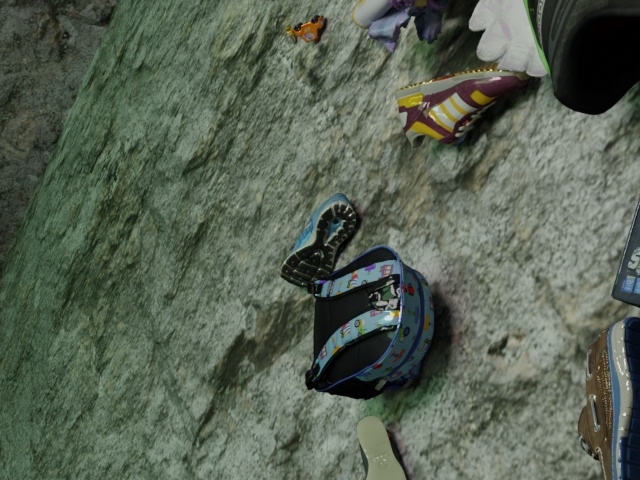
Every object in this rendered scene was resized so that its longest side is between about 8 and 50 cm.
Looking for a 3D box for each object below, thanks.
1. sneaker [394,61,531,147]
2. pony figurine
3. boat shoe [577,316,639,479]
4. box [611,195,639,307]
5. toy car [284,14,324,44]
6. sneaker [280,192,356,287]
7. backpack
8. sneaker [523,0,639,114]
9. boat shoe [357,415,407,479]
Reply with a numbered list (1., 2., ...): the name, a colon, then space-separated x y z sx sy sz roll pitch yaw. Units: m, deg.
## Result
1. sneaker: 0.172 -0.156 1.130 0.185 0.070 0.083 -5 103 48
2. pony figurine: 0.149 -0.350 1.091 0.351 0.303 0.363 -67 9 -13
3. boat shoe: 0.253 0.157 0.802 0.066 0.066 0.183 -42 30 52
4. box: 0.343 -0.016 0.731 0.233 0.059 0.183 17 89 63
5. toy car: -0.022 -0.354 1.634 0.122 0.060 0.040 -131 16 -77
6. sneaker: 0.000 0.000 1.367 0.162 0.063 0.073 -52 16 26
7. backpack: 0.069 0.092 1.106 0.173 0.117 0.158 -37 44 49
8. sneaker: 0.352 -0.226 0.717 0.483 0.185 0.202 -28 55 57
9. boat shoe: 0.071 0.265 1.088 0.043 0.049 0.137 74 -179 -48
